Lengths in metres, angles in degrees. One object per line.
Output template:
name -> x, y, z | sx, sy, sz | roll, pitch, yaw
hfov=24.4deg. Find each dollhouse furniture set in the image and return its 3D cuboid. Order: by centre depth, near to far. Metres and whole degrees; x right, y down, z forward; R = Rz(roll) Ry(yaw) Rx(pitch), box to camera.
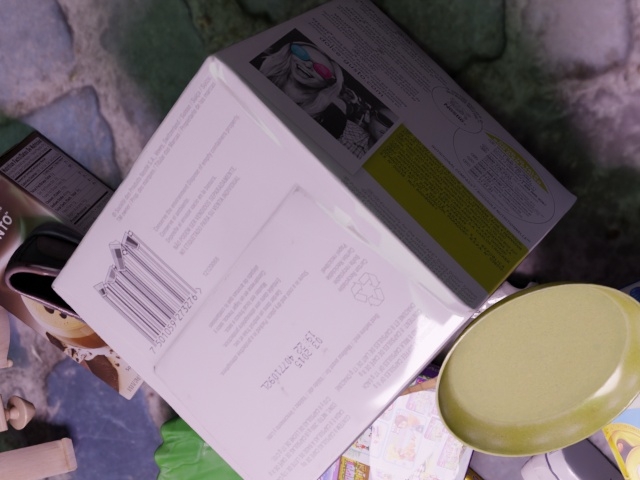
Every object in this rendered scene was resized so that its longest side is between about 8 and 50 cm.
dollhouse furniture set -> -0.474, 0.162, 1.990 | 0.303, 0.173, 0.356 | -21, 79, 45

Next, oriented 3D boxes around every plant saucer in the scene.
plant saucer -> 0.230, 0.127, 1.534 | 0.241, 0.037, 0.241 | -7, 129, -9

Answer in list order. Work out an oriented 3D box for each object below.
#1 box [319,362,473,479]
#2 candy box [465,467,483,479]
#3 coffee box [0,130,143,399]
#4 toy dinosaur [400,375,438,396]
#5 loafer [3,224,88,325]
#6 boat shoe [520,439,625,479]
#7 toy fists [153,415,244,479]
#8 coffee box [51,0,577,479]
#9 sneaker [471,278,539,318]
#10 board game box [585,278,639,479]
box -> 0.074, 0.281, 1.800 | 0.201, 0.057, 0.293 | 18, 106, 9
candy box -> 0.162, 0.328, 1.854 | 0.206, 0.027, 0.105 | 42, 118, -5
coffee box -> -0.294, 0.031, 1.807 | 0.297, 0.119, 0.168 | 36, 122, -2
toy dinosaur -> 0.190, 0.135, 1.699 | 0.112, 0.064, 0.211 | 37, 118, -23
loafer -> -0.218, 0.082, 1.681 | 0.302, 0.095, 0.109 | 24, 119, 6
boat shoe -> 0.347, 0.350, 1.762 | 0.267, 0.096, 0.088 | 45, 126, -6
toy fists -> -0.119, 0.343, 1.928 | 0.142, 0.096, 0.279 | -18, 109, 15
coffee box -> 0.000, 0.000, 1.532 | 0.338, 0.334, 0.338 | 44, 123, 5
sneaker -> 0.204, 0.066, 1.698 | 0.109, 0.040, 0.044 | -5, 101, 17
board game box -> 0.448, 0.158, 1.566 | 0.308, 0.086, 0.302 | -28, 84, 29
